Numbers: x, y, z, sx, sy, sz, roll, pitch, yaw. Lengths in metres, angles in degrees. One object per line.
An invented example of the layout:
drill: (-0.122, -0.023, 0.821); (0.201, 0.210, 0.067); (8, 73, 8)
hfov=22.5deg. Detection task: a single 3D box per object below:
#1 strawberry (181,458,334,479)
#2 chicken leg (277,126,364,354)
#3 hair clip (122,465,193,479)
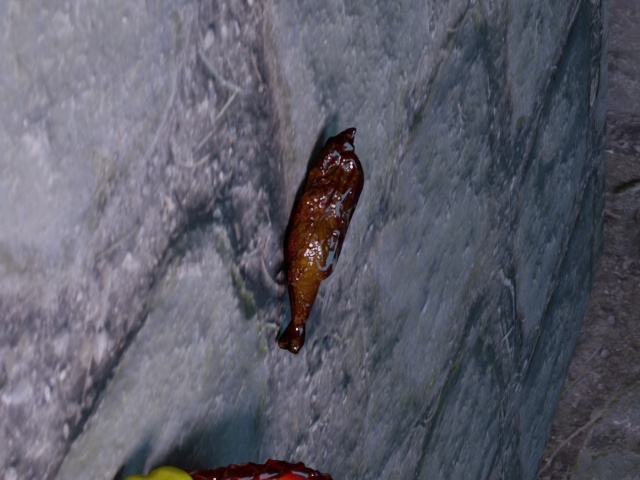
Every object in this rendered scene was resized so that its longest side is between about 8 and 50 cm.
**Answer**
strawberry: (-0.086, 0.254, 1.353); (0.236, 0.111, 0.190); (42, 71, -45)
chicken leg: (-0.001, -0.003, 1.505); (0.089, 0.048, 0.219); (39, 65, -69)
hair clip: (-0.148, 0.234, 1.177); (0.173, 0.072, 0.046); (-56, 156, -30)
